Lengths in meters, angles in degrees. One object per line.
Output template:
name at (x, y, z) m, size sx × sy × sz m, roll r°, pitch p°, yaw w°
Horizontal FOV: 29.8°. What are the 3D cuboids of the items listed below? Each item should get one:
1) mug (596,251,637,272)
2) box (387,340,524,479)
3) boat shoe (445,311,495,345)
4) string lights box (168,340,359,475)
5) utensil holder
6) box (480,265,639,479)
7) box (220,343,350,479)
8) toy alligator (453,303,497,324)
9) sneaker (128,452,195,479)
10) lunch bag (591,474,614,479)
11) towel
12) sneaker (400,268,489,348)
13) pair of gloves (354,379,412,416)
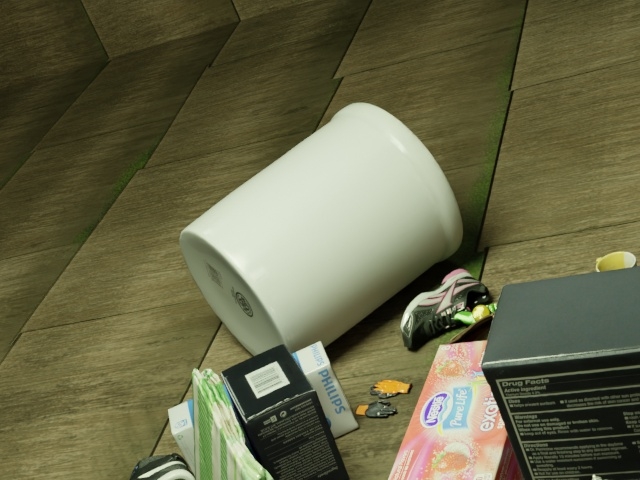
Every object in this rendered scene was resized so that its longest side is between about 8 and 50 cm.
mug at (0.470, 0.056, 1.884) m, size 0.062 × 0.064 × 0.078 m, roll -16°, pitch 28°, yaw 15°
box at (0.210, 0.277, 1.606) m, size 0.154 × 0.142 × 0.300 m, roll -8°, pitch 31°, yaw 28°
boat shoe at (0.297, 0.136, 1.819) m, size 0.257 × 0.095 × 0.095 m, roll -32°, pitch 56°, yaw -5°
string lights box at (-0.087, 0.275, 1.849) m, size 0.260 × 0.133 × 0.077 m, roll -24°, pitch 27°, yaw -2°
utensil holder at (0.000, 0.000, 2.077) m, size 0.385 × 0.327 × 0.328 m, roll -38°, pitch 30°, yaw -20°
box at (0.386, 0.194, 1.454) m, size 0.296 × 0.294 × 0.182 m, roll -9°, pitch 31°, yaw 24°
box at (-0.046, 0.280, 1.726) m, size 0.108 × 0.207 × 0.153 m, roll -24°, pitch 26°, yaw -9°
toy alligator at (0.307, 0.124, 1.912) m, size 0.190 × 0.056 × 0.051 m, roll -12°, pitch 72°, yaw 14°
sneaker at (-0.297, 0.406, 1.856) m, size 0.217 × 0.079 × 0.121 m, roll -26°, pitch 18°, yaw -9°
lunch bag at (0.216, 0.401, 1.257) m, size 0.305 × 0.256 × 0.212 m, roll -21°, pitch 28°, yaw 4°
towel at (-0.122, 0.347, 1.649) m, size 0.038 × 0.247 × 0.325 m, roll -6°, pitch 22°, yaw -19°
sneaker at (0.208, 0.115, 1.982) m, size 0.178 × 0.072 × 0.077 m, roll -42°, pitch 43°, yaw -22°
pair of gloves at (0.099, 0.248, 1.887) m, size 0.074 × 0.010 × 0.083 m, roll -2°, pitch 35°, yaw 35°
